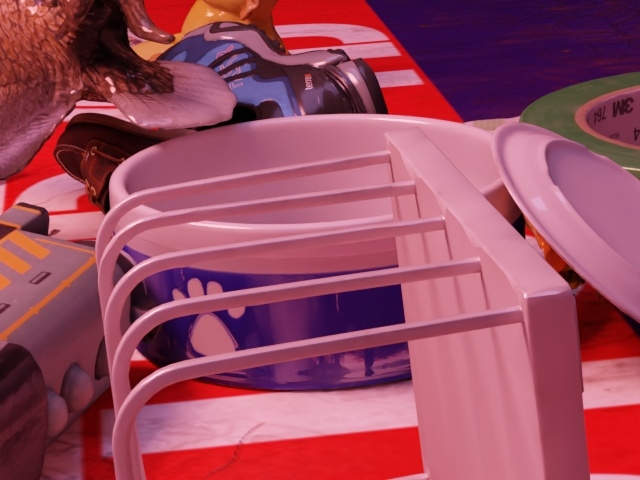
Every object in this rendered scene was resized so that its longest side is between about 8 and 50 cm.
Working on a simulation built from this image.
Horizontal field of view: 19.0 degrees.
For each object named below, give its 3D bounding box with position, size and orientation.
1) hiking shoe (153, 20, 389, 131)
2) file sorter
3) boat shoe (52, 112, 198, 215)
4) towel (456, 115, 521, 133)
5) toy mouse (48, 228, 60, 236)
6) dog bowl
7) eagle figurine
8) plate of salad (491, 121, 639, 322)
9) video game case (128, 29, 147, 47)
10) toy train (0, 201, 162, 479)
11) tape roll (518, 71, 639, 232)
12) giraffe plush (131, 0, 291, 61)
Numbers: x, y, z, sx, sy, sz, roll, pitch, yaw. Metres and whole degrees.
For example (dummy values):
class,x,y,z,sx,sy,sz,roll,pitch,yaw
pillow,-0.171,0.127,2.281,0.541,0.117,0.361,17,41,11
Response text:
class,x,y,z,sx,sy,sz,roll,pitch,yaw
hiking shoe,-0.079,-0.109,1.574,0.132,0.113,0.304,-29,22,-30
file sorter,-0.001,0.084,0.825,0.173,0.193,0.277,-9,16,-6
boat shoe,-0.145,-0.050,1.467,0.207,0.073,0.073,9,61,50
towel,0.122,-0.083,1.595,0.152,0.023,0.113,-2,17,3
toy mouse,-0.243,0.036,1.278,0.161,0.031,0.143,-8,18,-13
dog bowl,0.000,0.000,1.230,0.265,0.104,0.265,-3,18,1
eagle figurine,-0.216,-0.133,1.365,0.226,0.225,0.298,18,-40,-33
plate of salad,0.177,0.004,1.165,0.200,0.048,0.200,32,25,-17
video game case,-0.291,-0.184,1.949,0.232,0.042,0.210,-13,19,-28
toy train,-0.214,0.067,1.037,0.190,0.142,0.334,14,20,12
tape roll,0.307,-0.057,1.398,0.321,0.077,0.321,-2,18,1
giraffe plush,-0.089,-0.210,1.766,0.210,0.170,0.181,14,20,41
